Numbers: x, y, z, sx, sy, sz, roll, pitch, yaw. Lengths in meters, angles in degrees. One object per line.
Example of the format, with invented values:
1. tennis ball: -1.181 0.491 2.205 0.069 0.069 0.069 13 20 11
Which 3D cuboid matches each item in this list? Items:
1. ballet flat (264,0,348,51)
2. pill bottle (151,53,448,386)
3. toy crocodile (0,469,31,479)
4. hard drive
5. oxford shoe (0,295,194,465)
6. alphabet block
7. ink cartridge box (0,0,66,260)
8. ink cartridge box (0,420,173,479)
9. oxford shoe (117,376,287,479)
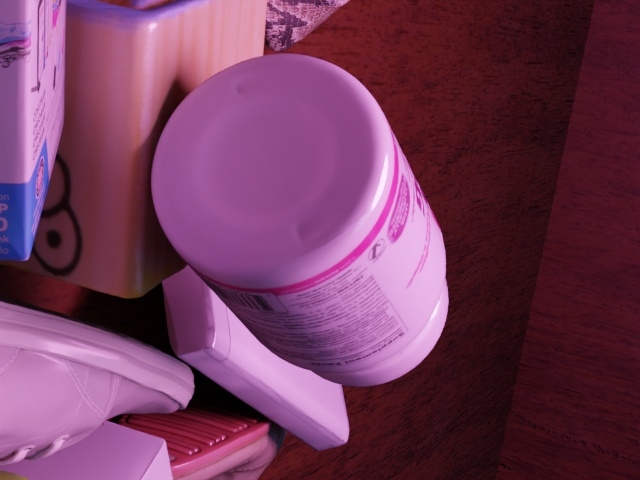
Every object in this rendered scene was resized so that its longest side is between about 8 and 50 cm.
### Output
1. ballet flat: 0.008 -0.353 1.457 0.483 0.182 0.164 84 27 -43
2. pill bottle: 0.000 0.000 1.151 0.283 0.160 0.160 56 51 -64
3. toy crocodile: -0.308 0.292 1.149 0.340 0.105 0.115 -51 149 -48
4. hard drive: -0.065 0.047 1.548 0.353 0.047 0.233 47 30 -62
5. oxford shoe: -0.242 0.097 1.117 0.449 0.169 0.130 18 83 -63
6. alphabet block: -0.162 -0.096 1.164 0.193 0.192 0.197 -35 136 -58
7. ink cartridge box: -0.228 -0.135 0.890 0.171 0.168 0.233 -91 -174 -58
8. ink cartridge box: -0.201 0.250 1.374 0.176 0.128 0.127 86 27 -43
9. oxford shoe: -0.108 0.214 1.611 0.348 0.123 0.130 -16 120 -67
